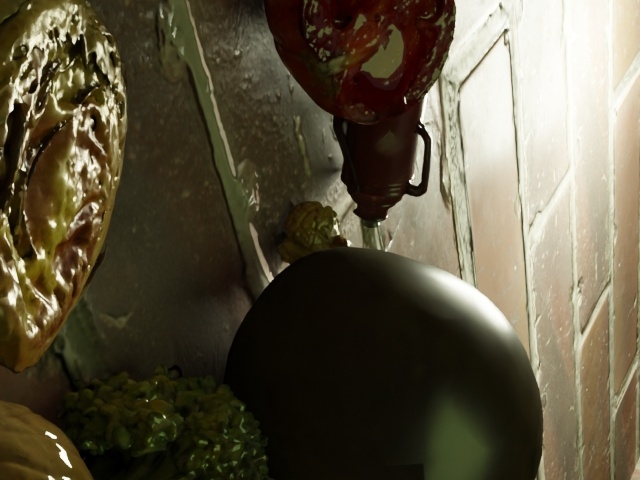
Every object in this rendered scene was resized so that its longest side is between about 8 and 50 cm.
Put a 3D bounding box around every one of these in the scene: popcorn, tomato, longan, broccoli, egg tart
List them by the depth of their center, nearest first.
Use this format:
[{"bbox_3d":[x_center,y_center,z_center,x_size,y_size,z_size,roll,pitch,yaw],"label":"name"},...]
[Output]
[{"bbox_3d":[-0.228,-0.054,0.747,0.297,0.132,0.297,10,90,-76],"label":"egg tart"},{"bbox_3d":[-0.134,0.227,0.900,0.273,0.180,0.242,-11,88,-46],"label":"broccoli"},{"bbox_3d":[0.029,-0.245,1.089,0.200,0.140,0.233,-42,136,-18],"label":"tomato"},{"bbox_3d":[0.068,0.189,1.148,0.404,0.336,0.404,-24,90,-82],"label":"longan"},{"bbox_3d":[0.000,0.000,1.207,0.084,0.084,0.084,-32,128,-53],"label":"popcorn"}]

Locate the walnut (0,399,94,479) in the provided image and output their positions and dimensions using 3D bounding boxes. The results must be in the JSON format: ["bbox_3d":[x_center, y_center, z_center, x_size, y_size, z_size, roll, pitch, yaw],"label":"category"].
[{"bbox_3d":[-0.255,0.215,0.718,0.228,0.228,0.227,-32,128,-53],"label":"walnut"}]

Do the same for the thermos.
[{"bbox_3d":[0.078,-0.120,1.260,0.099,0.124,0.232,-30,134,-50],"label":"thermos"}]
